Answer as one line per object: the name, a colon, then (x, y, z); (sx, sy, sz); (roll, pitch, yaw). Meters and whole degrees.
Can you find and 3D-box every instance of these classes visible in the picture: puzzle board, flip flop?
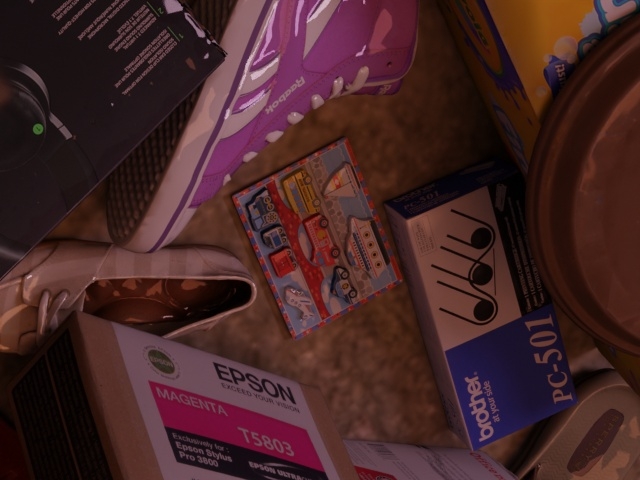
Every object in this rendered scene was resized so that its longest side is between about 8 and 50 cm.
puzzle board: (0.000, 0.000, 1.261); (0.096, 0.011, 0.128); (-28, 116, -12)
flip flop: (0.190, 0.233, 1.379); (0.112, 0.080, 0.277); (30, 96, -28)

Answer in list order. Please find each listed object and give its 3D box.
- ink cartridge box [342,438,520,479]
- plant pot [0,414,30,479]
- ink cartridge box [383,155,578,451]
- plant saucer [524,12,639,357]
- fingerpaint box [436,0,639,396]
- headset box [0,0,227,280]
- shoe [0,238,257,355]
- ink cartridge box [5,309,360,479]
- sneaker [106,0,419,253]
ink cartridge box: (0.076, 0.201, 1.305); (0.150, 0.109, 0.063); (8, 103, -25)
plant pot: (-0.268, 0.286, 1.119); (0.265, 0.272, 0.272); (-36, 118, 1)
ink cartridge box: (0.124, 0.049, 1.309); (0.097, 0.046, 0.207); (-23, 115, -13)
plant saucer: (0.274, -0.036, 1.158); (0.278, 0.041, 0.278); (-6, 114, -13)
fingerpaint box: (0.307, -0.146, 1.234); (0.371, 0.163, 0.445); (-30, 116, -2)
headset box: (-0.233, -0.124, 1.040); (0.246, 0.131, 0.283); (-47, 118, -11)
shoe: (-0.148, 0.039, 1.185); (0.219, 0.058, 0.076); (-7, 110, -20)
ink cartridge box: (-0.076, 0.166, 1.150); (0.235, 0.193, 0.088); (21, 122, -39)
sneaker: (-0.025, -0.097, 1.169); (0.161, 0.102, 0.282); (26, 96, -31)
